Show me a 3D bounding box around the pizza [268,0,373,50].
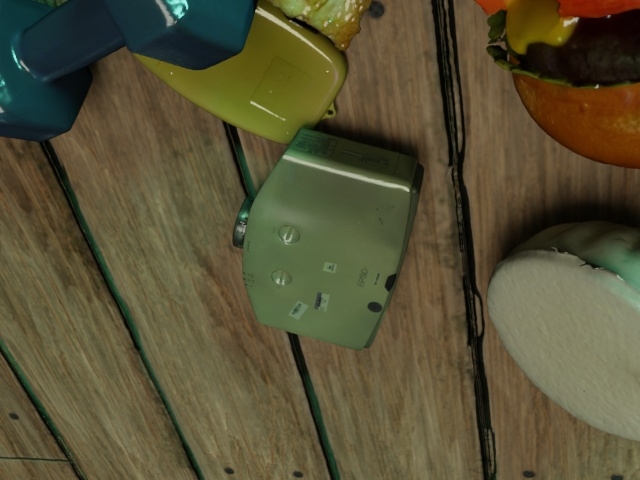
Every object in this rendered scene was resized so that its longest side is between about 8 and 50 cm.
[{"bbox_3d":[0.008,-0.249,0.638,0.182,0.062,0.161,-14,114,-11],"label":"pizza"}]

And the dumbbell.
[{"bbox_3d":[-0.217,-0.201,0.678,0.324,0.144,0.160,-14,110,33],"label":"dumbbell"}]

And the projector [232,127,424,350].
[{"bbox_3d":[0.000,0.000,0.840,0.193,0.088,0.270,15,132,3],"label":"projector"}]

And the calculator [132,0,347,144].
[{"bbox_3d":[-0.085,-0.190,0.757,0.236,0.033,0.157,28,128,-11],"label":"calculator"}]

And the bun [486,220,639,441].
[{"bbox_3d":[0.331,0.072,0.783,0.263,0.175,0.263,40,153,25],"label":"bun"}]

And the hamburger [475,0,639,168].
[{"bbox_3d":[0.243,-0.223,0.465,0.330,0.330,0.250,-18,127,26],"label":"hamburger"}]
